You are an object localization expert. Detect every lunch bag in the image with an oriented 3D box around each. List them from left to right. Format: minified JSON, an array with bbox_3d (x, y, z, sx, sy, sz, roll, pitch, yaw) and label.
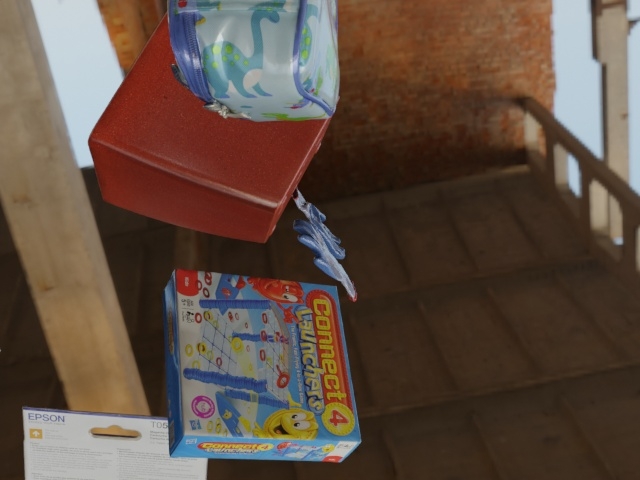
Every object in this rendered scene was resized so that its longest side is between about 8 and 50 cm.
[{"bbox_3d":[-0.033,-0.185,0.584,0.090,0.219,0.176,1,-178,9],"label":"lunch bag"}]

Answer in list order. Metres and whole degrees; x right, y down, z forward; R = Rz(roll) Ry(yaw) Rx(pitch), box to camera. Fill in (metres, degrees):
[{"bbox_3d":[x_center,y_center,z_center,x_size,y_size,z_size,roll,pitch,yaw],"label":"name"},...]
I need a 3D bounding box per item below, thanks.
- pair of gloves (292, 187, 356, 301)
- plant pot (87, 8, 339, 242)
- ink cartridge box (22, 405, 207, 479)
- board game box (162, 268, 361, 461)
[{"bbox_3d":[0.000,0.000,1.444,0.023,0.159,0.198,-31,-146,10],"label":"pair of gloves"},{"bbox_3d":[-0.127,-0.142,1.235,0.235,0.267,0.267,29,-106,-1],"label":"plant pot"},{"bbox_3d":[-0.369,0.430,1.701,0.324,0.330,0.071,5,-155,-3],"label":"ink cartridge box"},{"bbox_3d":[-0.104,0.210,1.569,0.302,0.086,0.308,7,-127,-23],"label":"board game box"}]
